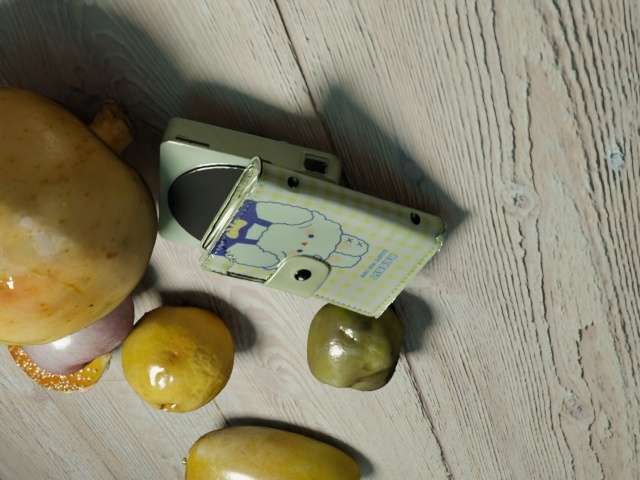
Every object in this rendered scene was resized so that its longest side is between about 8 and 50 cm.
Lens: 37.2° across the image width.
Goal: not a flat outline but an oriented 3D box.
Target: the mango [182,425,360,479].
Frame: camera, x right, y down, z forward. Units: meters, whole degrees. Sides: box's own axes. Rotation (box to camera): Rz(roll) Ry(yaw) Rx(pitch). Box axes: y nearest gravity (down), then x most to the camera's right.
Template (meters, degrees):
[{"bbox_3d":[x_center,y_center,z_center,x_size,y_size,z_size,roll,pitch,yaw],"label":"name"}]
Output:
[{"bbox_3d":[-0.108,0.498,2.018,0.383,0.199,0.222,3,133,5],"label":"mango"}]

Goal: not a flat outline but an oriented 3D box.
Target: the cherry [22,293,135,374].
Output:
[{"bbox_3d":[-0.462,0.119,1.719,0.239,0.206,0.239,23,140,22],"label":"cherry"}]

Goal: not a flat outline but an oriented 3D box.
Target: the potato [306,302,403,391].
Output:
[{"bbox_3d":[0.057,0.173,1.601,0.154,0.137,0.200,-4,144,-14],"label":"potato"}]

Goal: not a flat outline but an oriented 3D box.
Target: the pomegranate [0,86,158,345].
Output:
[{"bbox_3d":[-0.426,-0.050,1.408,0.411,0.412,0.412,14,141,12],"label":"pomegranate"}]

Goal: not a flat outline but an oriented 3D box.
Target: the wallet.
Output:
[{"bbox_3d":[0.000,0.000,1.367,0.309,0.077,0.223,16,137,-26],"label":"wallet"}]

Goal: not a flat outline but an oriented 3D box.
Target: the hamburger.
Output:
[{"bbox_3d":[-0.522,0.208,1.922,0.236,0.147,0.237,9,138,8],"label":"hamburger"}]

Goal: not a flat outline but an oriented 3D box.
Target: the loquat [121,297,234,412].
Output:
[{"bbox_3d":[-0.264,0.214,1.766,0.208,0.208,0.208,14,141,12],"label":"loquat"}]

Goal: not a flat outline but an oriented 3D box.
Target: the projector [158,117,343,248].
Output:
[{"bbox_3d":[-0.112,-0.067,1.434,0.257,0.079,0.259,14,145,-2],"label":"projector"}]
